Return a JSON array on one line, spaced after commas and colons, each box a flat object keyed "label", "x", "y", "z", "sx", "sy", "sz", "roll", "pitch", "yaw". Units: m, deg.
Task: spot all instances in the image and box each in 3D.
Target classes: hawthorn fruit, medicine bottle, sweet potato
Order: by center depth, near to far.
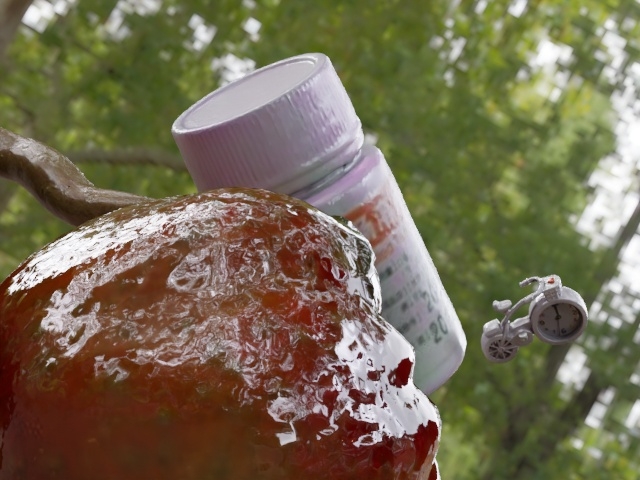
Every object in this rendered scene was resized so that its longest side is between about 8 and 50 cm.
[{"label": "hawthorn fruit", "x": -0.110, "y": 0.155, "z": 1.308, "sx": 0.403, "sy": 0.403, "sz": 0.403, "roll": 28, "pitch": -12, "yaw": 7}, {"label": "sweet potato", "x": -0.277, "y": -0.059, "z": 1.762, "sx": 0.281, "sy": 0.067, "sz": 0.059, "roll": 28, "pitch": -51, "yaw": 29}, {"label": "medicine bottle", "x": 0.000, "y": 0.000, "z": 1.903, "sx": 0.219, "sy": 0.219, "sz": 0.388, "roll": 7, "pitch": -55, "yaw": 60}]

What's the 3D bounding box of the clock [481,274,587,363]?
[{"label": "clock", "x": 0.238, "y": 0.091, "z": 1.914, "sx": 0.087, "sy": 0.129, "sz": 0.041, "roll": 57, "pitch": 15, "yaw": -29}]
